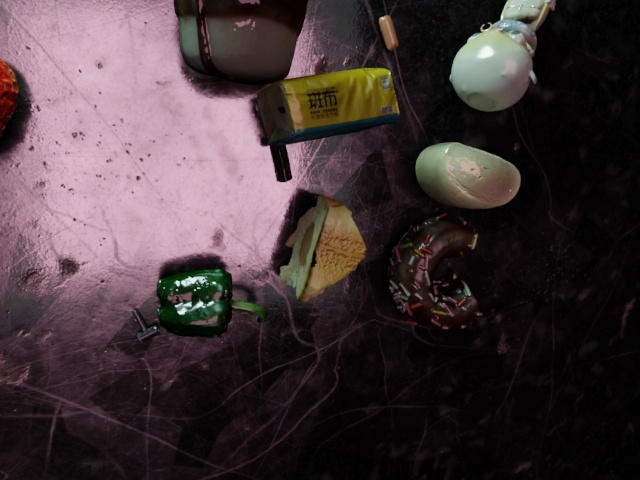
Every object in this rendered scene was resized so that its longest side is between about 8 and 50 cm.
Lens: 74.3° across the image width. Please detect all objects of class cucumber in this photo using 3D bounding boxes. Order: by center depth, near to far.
[{"bbox_3d":[-0.103,-0.225,1.046,0.039,0.043,0.163,-9,100,25],"label":"cucumber"}]

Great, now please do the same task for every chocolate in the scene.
[{"bbox_3d":[-0.162,-0.426,0.882,0.284,0.283,0.186,-9,120,-17],"label":"chocolate"}]

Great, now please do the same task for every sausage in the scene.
[{"bbox_3d":[0.174,-0.527,1.076,0.034,0.034,0.083,-27,110,-12],"label":"sausage"}]

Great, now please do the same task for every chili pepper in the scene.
[{"bbox_3d":[-0.254,0.149,1.009,0.261,0.174,0.165,-1,77,-18],"label":"chili pepper"}]

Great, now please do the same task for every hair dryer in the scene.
[{"bbox_3d":[-0.433,0.202,1.032,0.047,0.026,0.083,-27,101,-14],"label":"hair dryer"}]

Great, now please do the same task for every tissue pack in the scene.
[{"bbox_3d":[0.013,-0.305,0.968,0.271,0.192,0.134,-17,102,-24],"label":"tissue pack"}]

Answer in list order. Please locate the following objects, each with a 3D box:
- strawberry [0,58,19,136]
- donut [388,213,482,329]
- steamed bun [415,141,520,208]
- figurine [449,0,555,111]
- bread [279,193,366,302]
[{"bbox_3d":[-0.682,-0.252,0.785,0.205,0.205,0.244,42,64,-21],"label":"strawberry"},{"bbox_3d":[0.326,0.102,1.210,0.259,0.136,0.344,-11,103,-20],"label":"donut"},{"bbox_3d":[0.388,-0.163,1.136,0.250,0.200,0.154,14,98,-18],"label":"steamed bun"},{"bbox_3d":[0.513,-0.518,1.142,0.274,0.227,0.394,40,74,-52],"label":"figurine"},{"bbox_3d":[-0.011,0.000,1.045,0.224,0.184,0.211,-26,107,-15],"label":"bread"}]
